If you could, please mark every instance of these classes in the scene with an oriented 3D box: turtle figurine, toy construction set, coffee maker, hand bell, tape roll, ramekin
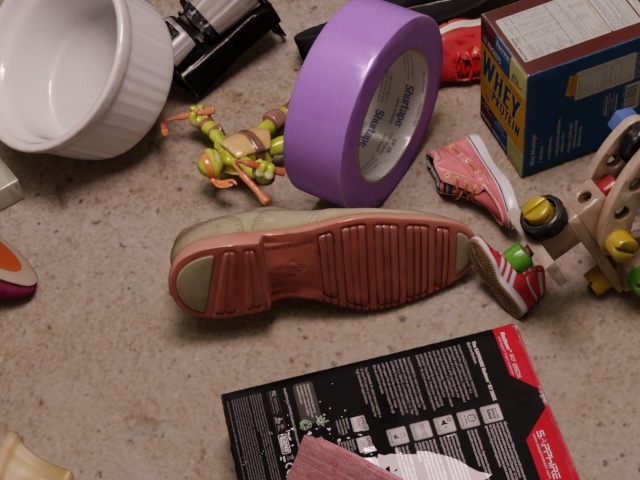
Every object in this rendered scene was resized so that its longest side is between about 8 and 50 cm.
[{"bbox_3d":[-0.083,-0.126,1.902,0.217,0.087,0.269,-25,39,-25],"label":"turtle figurine"},{"bbox_3d":[0.371,0.024,1.685,0.237,0.257,0.309,-34,65,0],"label":"toy construction set"},{"bbox_3d":[-0.153,-0.300,2.024,0.178,0.171,0.120,-43,34,-1],"label":"coffee maker"},{"bbox_3d":[-0.258,0.309,1.589,0.242,0.126,0.126,13,53,-1],"label":"hand bell"},{"bbox_3d":[0.060,-0.179,1.811,0.090,0.275,0.275,23,57,23],"label":"tape roll"},{"bbox_3d":[-0.336,-0.244,1.922,0.277,0.135,0.277,-8,75,34],"label":"ramekin"}]

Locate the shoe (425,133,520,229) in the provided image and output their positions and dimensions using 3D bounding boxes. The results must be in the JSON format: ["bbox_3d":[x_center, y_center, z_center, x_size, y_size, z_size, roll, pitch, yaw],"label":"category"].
[{"bbox_3d":[0.205,-0.071,1.849,0.081,0.063,0.178,-18,47,-6],"label":"shoe"}]

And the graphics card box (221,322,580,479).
[{"bbox_3d":[0.086,0.249,1.585,0.371,0.094,0.233,-13,52,-6],"label":"graphics card box"}]

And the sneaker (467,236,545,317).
[{"bbox_3d":[0.241,0.034,1.749,0.067,0.042,0.118,-36,95,-25],"label":"sneaker"}]

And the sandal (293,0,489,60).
[{"bbox_3d":[0.167,-0.384,2.026,0.445,0.107,0.167,-22,15,-10],"label":"sandal"}]

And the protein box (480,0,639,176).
[{"bbox_3d":[0.337,-0.227,1.867,0.201,0.200,0.136,-20,52,-9],"label":"protein box"}]

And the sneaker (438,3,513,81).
[{"bbox_3d":[0.240,-0.260,1.979,0.221,0.087,0.128,-28,53,-14],"label":"sneaker"}]

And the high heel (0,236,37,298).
[{"bbox_3d":[-0.572,0.041,1.850,0.377,0.181,0.127,23,24,4],"label":"high heel"}]

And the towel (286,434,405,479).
[{"bbox_3d":[0.015,0.390,1.388,0.237,0.037,0.329,23,90,39],"label":"towel"}]

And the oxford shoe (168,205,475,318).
[{"bbox_3d":[0.000,0.000,1.769,0.397,0.140,0.146,-2,30,-7],"label":"oxford shoe"}]

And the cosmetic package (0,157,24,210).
[{"bbox_3d":[-0.483,-0.062,1.924,0.115,0.041,0.060,-33,56,-19],"label":"cosmetic package"}]
